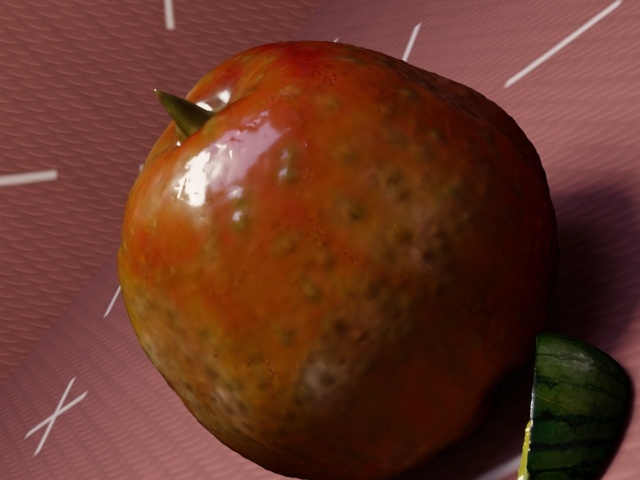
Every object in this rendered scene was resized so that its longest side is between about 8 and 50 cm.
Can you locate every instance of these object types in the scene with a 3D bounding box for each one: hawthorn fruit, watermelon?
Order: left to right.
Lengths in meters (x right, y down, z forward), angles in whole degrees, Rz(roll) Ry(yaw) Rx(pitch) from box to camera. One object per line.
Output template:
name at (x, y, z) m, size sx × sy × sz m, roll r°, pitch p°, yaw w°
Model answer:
hawthorn fruit at (0.000, 0.000, 1.232) m, size 0.403 × 0.403 × 0.403 m, roll -43°, pitch 18°, yaw 18°
watermelon at (0.194, 0.131, 1.070) m, size 0.181 × 0.075 × 0.092 m, roll -69°, pitch -17°, yaw -52°
